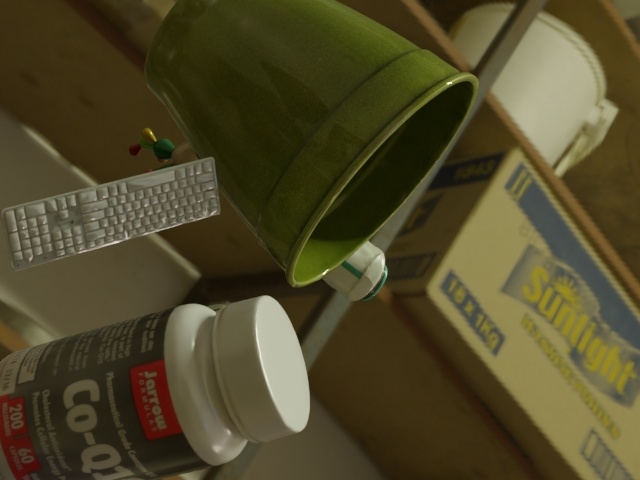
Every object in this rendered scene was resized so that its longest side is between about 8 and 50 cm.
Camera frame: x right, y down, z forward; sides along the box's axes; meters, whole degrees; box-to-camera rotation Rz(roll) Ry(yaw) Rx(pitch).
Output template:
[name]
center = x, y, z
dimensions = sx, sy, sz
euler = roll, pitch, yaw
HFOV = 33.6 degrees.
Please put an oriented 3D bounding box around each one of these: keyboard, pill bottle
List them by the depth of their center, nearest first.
[pill bottle]
center = -0.166, 0.154, 1.042
dimensions = 0.283, 0.161, 0.161
euler = -16, -47, 14
[keyboard]
center = -0.230, -0.033, 1.195
dimensions = 0.014, 0.256, 0.072
euler = 33, -48, 49

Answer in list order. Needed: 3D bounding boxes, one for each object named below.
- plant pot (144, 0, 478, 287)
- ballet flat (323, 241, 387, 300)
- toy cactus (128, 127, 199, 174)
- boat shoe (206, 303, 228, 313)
[plant pot]
center = -0.040, -0.187, 1.442
dimensions = 0.353, 0.366, 0.366
euler = 42, -26, 12
[ballet flat]
center = 0.000, 0.000, 1.931
dimensions = 0.139, 0.139, 0.400
euler = 46, -3, -22
[toy cactus]
center = -0.266, -0.127, 1.805
dimensions = 0.180, 0.219, 0.112
euler = -35, -52, 19
[boat shoe]
center = -0.303, 0.313, 1.791
dimensions = 0.156, 0.500, 0.187
euler = 54, 3, 39
